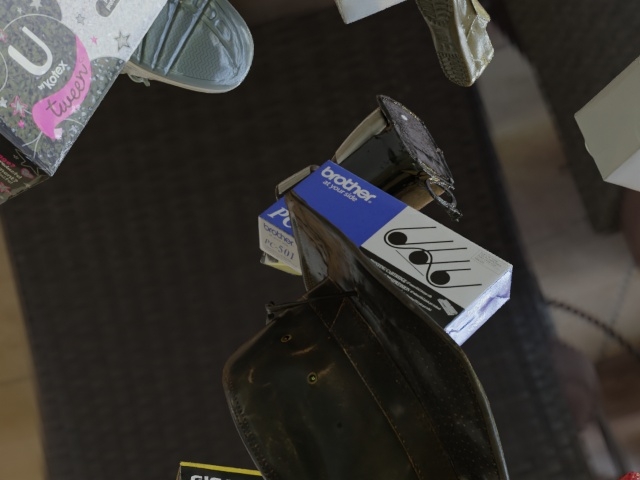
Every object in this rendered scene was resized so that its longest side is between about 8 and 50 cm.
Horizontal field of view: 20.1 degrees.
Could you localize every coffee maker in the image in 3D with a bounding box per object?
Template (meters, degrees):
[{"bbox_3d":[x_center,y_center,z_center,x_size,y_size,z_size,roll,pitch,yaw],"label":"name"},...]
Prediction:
[{"bbox_3d":[0.048,-0.048,2.013,0.178,0.171,0.120,-41,119,20],"label":"coffee maker"}]

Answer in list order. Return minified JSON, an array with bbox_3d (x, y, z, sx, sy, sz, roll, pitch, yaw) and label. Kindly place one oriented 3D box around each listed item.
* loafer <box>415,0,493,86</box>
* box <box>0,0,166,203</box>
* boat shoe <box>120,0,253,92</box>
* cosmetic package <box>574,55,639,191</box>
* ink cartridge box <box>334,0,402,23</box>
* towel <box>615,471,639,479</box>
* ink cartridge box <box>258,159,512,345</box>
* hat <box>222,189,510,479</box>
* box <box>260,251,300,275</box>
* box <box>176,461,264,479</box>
[{"bbox_3d":[0.131,-0.223,1.756,0.050,0.056,0.148,-37,128,-30],"label":"loafer"},{"bbox_3d":[-0.253,-0.172,1.513,0.163,0.247,0.142,41,146,-20],"label":"box"},{"bbox_3d":[-0.221,-0.237,1.817,0.320,0.118,0.103,21,169,-10],"label":"boat shoe"},{"bbox_3d":[0.471,-0.186,2.447,0.107,0.127,0.238,11,139,-37],"label":"cosmetic package"},{"bbox_3d":[0.047,-0.324,1.789,0.127,0.128,0.176,-22,160,1],"label":"ink cartridge box"},{"bbox_3d":[0.234,0.367,1.955,0.275,0.199,0.031,-33,110,28],"label":"towel"},{"bbox_3d":[0.054,0.014,1.563,0.097,0.207,0.046,-40,147,-32],"label":"ink cartridge box"},{"bbox_3d":[0.014,0.128,1.230,0.134,0.331,0.331,-29,158,-11],"label":"hat"},{"bbox_3d":[0.000,0.000,2.283,0.058,0.087,0.232,19,174,-23],"label":"box"},{"bbox_3d":[-0.046,0.373,1.791,0.257,0.079,0.322,9,124,-10],"label":"box"}]
